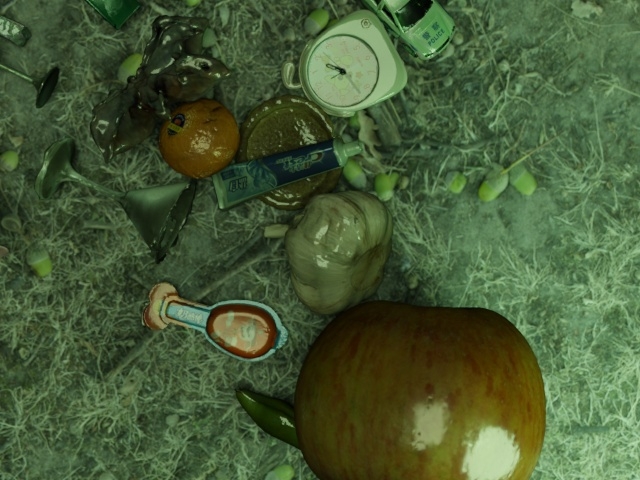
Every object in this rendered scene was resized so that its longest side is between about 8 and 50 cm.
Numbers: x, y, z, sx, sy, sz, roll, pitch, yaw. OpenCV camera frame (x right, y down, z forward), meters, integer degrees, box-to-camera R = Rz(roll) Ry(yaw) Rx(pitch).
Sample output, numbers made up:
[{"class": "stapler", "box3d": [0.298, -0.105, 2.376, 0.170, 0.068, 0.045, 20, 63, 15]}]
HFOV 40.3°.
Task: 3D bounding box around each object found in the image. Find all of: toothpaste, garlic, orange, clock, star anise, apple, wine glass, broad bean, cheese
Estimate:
[{"class": "toothpaste", "box3d": [-0.057, -0.119, 1.439, 0.268, 0.047, 0.069, -15, 120, 19]}, {"class": "garlic", "box3d": [0.000, 0.000, 1.439, 0.212, 0.218, 0.219, 24, 95, 30]}, {"class": "orange", "box3d": [-0.194, -0.165, 1.429, 0.117, 0.135, 0.136, 28, 95, -38]}, {"class": "clock", "box3d": [0.036, -0.281, 1.456, 0.191, 0.062, 0.151, -29, 96, 1]}, {"class": "star anise", "box3d": [-0.263, -0.250, 1.383, 0.257, 0.198, 0.110, -40, 130, 4]}, {"class": "apple", "box3d": [0.155, 0.248, 1.359, 0.400, 0.400, 0.334, 17, 70, -3]}, {"class": "wine glass", "box3d": [-0.534, -0.293, 1.428, 0.195, 0.079, 0.079, 25, 94, -5]}, {"class": "wine glass", "box3d": [-0.335, -0.076, 1.428, 0.232, 0.156, 0.156, 24, 94, 1]}, {"class": "broad bean", "box3d": [-0.015, 0.347, 1.507, 0.325, 0.075, 0.067, 36, 92, -4]}, {"class": "cheese", "box3d": [-0.180, 0.141, 1.501, 0.256, 0.037, 0.106, 15, 93, -4]}]

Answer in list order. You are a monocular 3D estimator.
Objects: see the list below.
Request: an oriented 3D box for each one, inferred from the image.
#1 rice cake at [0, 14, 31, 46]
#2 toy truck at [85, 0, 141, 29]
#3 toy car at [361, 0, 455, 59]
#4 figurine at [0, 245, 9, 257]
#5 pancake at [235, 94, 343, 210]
[{"class": "rice cake", "box3d": [-0.580, -0.381, 1.435, 0.211, 0.043, 0.034, 27, 87, -4]}, {"class": "toy truck", "box3d": [-0.368, -0.415, 1.397, 0.065, 0.079, 0.147, -46, 135, 2]}, {"class": "toy car", "box3d": [0.129, -0.399, 1.442, 0.224, 0.076, 0.090, 44, 91, -5]}, {"class": "figurine", "box3d": [-0.602, 0.054, 1.372, 0.206, 0.284, 0.316, 7, 84, -4]}, {"class": "pancake", "box3d": [-0.052, -0.144, 1.463, 0.199, 0.021, 0.199, 3, 109, 9]}]
